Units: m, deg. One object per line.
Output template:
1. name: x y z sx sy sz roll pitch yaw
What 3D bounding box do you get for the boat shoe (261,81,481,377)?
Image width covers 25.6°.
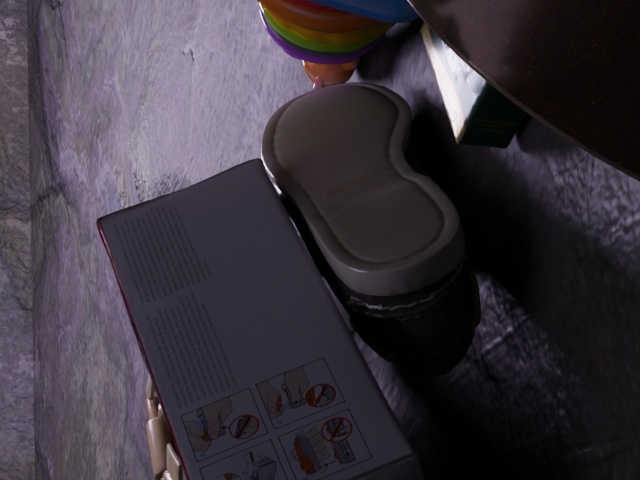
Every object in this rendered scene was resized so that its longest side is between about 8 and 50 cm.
1. boat shoe: 0.035 -0.021 1.001 0.324 0.116 0.097 -116 6 -61

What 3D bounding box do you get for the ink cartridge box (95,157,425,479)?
1. ink cartridge box: -0.024 0.148 0.953 0.309 0.130 0.272 -119 10 -49

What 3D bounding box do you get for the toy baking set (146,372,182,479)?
1. toy baking set: -0.178 0.193 1.719 0.256 0.030 0.197 -109 31 -45

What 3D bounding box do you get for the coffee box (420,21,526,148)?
1. coffee box: 0.119 -0.157 0.870 0.184 0.040 0.113 114 151 -48

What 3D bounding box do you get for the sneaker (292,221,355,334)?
1. sneaker: 0.000 0.000 1.173 0.094 0.080 0.212 134 142 -79

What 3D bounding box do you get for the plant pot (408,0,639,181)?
1. plant pot: 0.170 -0.160 0.522 0.230 0.215 0.215 -59 32 30

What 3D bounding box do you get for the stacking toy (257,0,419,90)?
1. stacking toy: 0.010 -0.196 1.061 0.302 0.165 0.175 95 -166 -71
